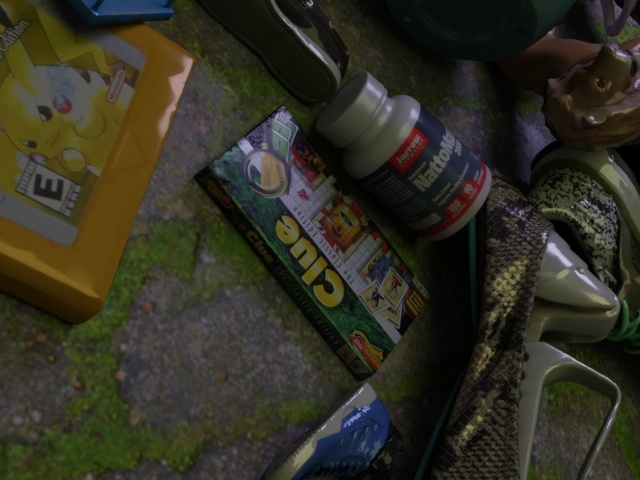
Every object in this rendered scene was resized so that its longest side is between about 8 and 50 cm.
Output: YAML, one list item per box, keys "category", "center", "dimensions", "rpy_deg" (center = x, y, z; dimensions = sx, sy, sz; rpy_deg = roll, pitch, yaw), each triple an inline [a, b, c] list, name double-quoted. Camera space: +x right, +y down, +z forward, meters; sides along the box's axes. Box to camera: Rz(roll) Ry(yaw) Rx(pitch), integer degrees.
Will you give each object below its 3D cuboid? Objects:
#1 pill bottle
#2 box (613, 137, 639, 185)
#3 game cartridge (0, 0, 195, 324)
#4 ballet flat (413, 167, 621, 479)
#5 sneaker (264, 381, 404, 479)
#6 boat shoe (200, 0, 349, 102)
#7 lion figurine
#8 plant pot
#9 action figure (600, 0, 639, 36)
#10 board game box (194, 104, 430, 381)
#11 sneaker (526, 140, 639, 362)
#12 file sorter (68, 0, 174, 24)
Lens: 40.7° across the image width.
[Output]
- category: "pill bottle"
  center: [0.087, -0.091, 0.925]
  dimensions: [0.180, 0.108, 0.108]
  rpy_deg: [38, 51, -20]
- category: "box"
  center: [0.564, -0.068, 1.210]
  dimensions: [0.312, 0.178, 0.343]
  rpy_deg: [-45, 118, -40]
- category: "game cartridge"
  center: [-0.276, -0.126, 0.677]
  dimensions: [0.323, 0.052, 0.286]
  rpy_deg: [31, 54, -27]
- category: "ballet flat"
  center: [0.211, 0.130, 0.877]
  dimensions: [0.164, 0.181, 0.483]
  rpy_deg: [66, 33, -48]
- category: "sneaker"
  center: [0.021, 0.199, 0.774]
  dimensions: [0.085, 0.058, 0.152]
  rpy_deg: [53, 40, 4]
- category: "boat shoe"
  center: [-0.056, -0.246, 0.898]
  dimensions: [0.228, 0.081, 0.069]
  rpy_deg: [48, 45, -23]
- category: "lion figurine"
  center: [0.323, -0.225, 1.115]
  dimensions: [0.240, 0.392, 0.142]
  rpy_deg: [-21, 116, -12]
- category: "plant pot"
  center: [0.196, -0.362, 1.029]
  dimensions: [0.293, 0.293, 0.235]
  rpy_deg: [31, 67, -26]
- category: "action figure"
  center: [0.461, -0.435, 1.349]
  dimensions: [0.275, 0.248, 0.370]
  rpy_deg: [-18, 51, -16]
- category: "board game box"
  center: [0.000, 0.000, 0.867]
  dimensions: [0.260, 0.030, 0.136]
  rpy_deg: [51, 50, -10]
- category: "sneaker"
  center: [0.367, 0.077, 1.070]
  dimensions: [0.182, 0.158, 0.410]
  rpy_deg: [-36, 88, -38]
- category: "file sorter"
  center: [-0.190, -0.285, 0.740]
  dimensions: [0.170, 0.104, 0.118]
  rpy_deg: [48, 28, 5]
